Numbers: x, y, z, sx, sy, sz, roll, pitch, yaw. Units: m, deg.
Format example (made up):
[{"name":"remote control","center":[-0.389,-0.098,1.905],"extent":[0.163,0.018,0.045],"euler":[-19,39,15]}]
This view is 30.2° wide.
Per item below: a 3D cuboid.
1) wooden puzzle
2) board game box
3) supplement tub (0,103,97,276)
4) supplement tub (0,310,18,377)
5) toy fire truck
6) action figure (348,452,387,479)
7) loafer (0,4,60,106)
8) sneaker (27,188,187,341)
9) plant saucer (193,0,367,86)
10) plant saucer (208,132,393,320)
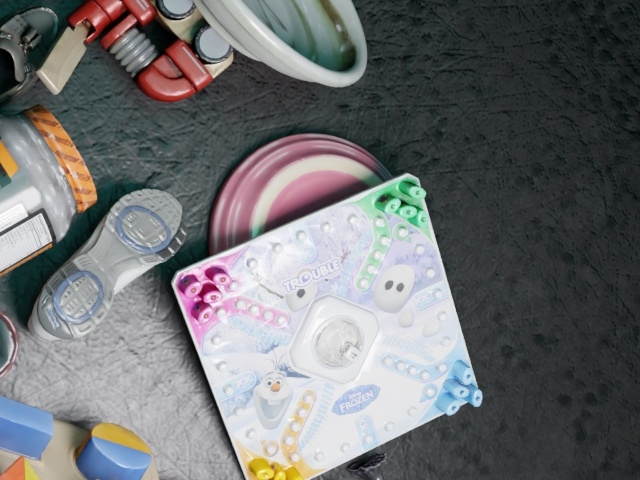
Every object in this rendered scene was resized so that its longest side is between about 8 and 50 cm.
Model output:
[{"name":"wooden puzzle","center":[-0.324,0.298,1.484],"extent":[0.322,0.348,0.081],"euler":[24,105,-26]},{"name":"board game box","center":[0.026,0.150,1.727],"extent":[0.389,0.050,0.390],"euler":[-23,112,-14]},{"name":"supplement tub","center":[-0.461,-0.035,1.523],"extent":[0.316,0.193,0.194],"euler":[-33,99,-20]},{"name":"supplement tub","center":[-0.456,0.134,1.536],"extent":[0.106,0.198,0.106],"euler":[2,85,-22]},{"name":"toy fire truck","center":[-0.271,-0.270,1.672],"extent":[0.246,0.158,0.217],"euler":[-41,102,-7]},{"name":"action figure","center":[0.120,0.467,1.778],"extent":[0.164,0.141,0.276],"euler":[-36,97,-21]},{"name":"loafer","center":[-0.437,-0.225,1.603],"extent":[0.096,0.084,0.267],"euler":[51,60,-23]},{"name":"sneaker","center":[-0.304,0.031,1.654],"extent":[0.111,0.129,0.297],"euler":[52,53,-9]},{"name":"plant saucer","center":[-0.095,-0.367,1.686],"extent":[0.400,0.100,0.400],"euler":[40,30,-29]},{"name":"plant saucer","center":[0.000,0.000,1.787],"extent":[0.332,0.084,0.332],"euler":[1,87,-22]}]
